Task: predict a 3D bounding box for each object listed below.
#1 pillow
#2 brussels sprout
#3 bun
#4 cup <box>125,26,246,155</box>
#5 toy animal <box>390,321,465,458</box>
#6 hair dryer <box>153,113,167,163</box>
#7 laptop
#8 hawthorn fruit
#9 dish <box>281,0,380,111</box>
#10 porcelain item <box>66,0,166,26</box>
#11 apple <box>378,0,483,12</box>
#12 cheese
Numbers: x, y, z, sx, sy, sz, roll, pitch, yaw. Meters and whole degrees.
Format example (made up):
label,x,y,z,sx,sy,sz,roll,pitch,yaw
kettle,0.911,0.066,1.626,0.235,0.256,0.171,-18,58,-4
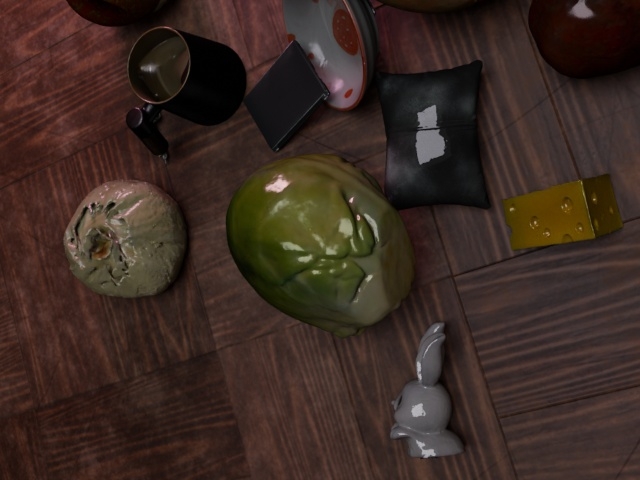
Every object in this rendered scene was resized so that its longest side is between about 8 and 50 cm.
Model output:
label,x,y,z,sx,sy,sz,roll,pitch,yaw
pillow,0.187,-0.170,1.270,0.186,0.106,0.250,-4,91,17
brussels sprout,0.000,0.000,1.273,0.344,0.344,0.268,23,65,22
bun,-0.403,-0.004,1.506,0.259,0.152,0.259,1,92,25
cup,-0.259,-0.276,1.429,0.166,0.177,0.239,10,94,23
toy animal,0.169,0.254,1.274,0.130,0.103,0.221,-8,86,25
hair dryer,-0.344,-0.211,1.548,0.063,0.038,0.124,-28,86,23
laptop,-0.066,-0.265,1.403,0.180,0.016,0.129,-40,73,38
hawthorn fruit,0.403,-0.341,1.098,0.208,0.248,0.208,2,94,22
dish,0.034,-0.361,1.309,0.085,0.260,0.260,-26,75,-21
porcelain item,-0.415,-0.543,1.506,0.253,0.253,0.253,0,89,24
apple,0.163,-0.550,1.156,0.391,0.346,0.392,-2,85,29
cheese,0.371,-0.040,1.205,0.171,0.126,0.093,-13,90,42
